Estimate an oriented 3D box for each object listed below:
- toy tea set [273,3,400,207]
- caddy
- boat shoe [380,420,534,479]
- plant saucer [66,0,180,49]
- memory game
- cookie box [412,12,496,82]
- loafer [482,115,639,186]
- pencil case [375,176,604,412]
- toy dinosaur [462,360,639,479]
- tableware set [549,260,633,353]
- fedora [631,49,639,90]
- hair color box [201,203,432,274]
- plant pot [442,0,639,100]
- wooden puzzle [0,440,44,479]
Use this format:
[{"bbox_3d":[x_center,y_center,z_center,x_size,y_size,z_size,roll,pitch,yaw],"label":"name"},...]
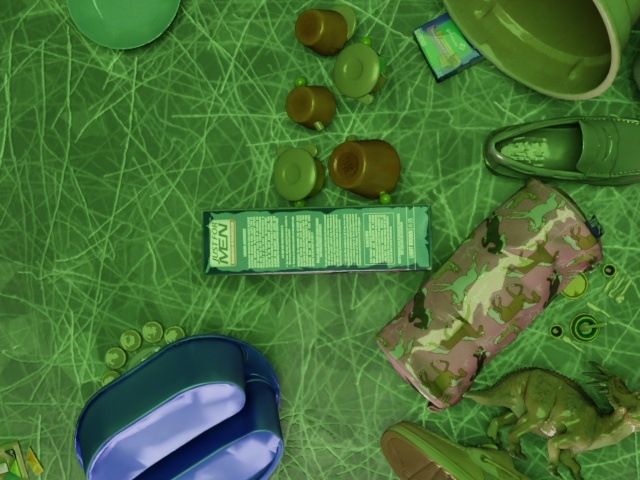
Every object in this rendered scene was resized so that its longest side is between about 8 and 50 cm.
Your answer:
[{"bbox_3d":[0.042,-0.212,1.941,0.200,0.124,0.336,7,91,35],"label":"toy tea set"},{"bbox_3d":[-0.218,0.296,1.883,0.341,0.179,0.241,-33,117,3],"label":"caddy"},{"bbox_3d":[0.251,0.379,1.889,0.341,0.121,0.110,35,54,3],"label":"boat shoe"},{"bbox_3d":[-0.322,-0.409,1.999,0.195,0.037,0.195,0,87,5],"label":"plant saucer"},{"bbox_3d":[-0.270,0.224,1.981,0.186,0.012,0.186,0,88,5],"label":"memory game"},{"bbox_3d":[0.216,-0.319,1.946,0.107,0.040,0.092,-27,85,2],"label":"cookie box"},{"bbox_3d":[0.414,-0.139,1.885,0.319,0.111,0.112,-4,87,5],"label":"loafer"},{"bbox_3d":[0.262,0.085,1.870,0.386,0.160,0.167,-45,53,2],"label":"pencil case"},{"bbox_3d":[0.372,0.253,1.863,0.296,0.127,0.200,25,90,5],"label":"toy dinosaur"},{"bbox_3d":[0.418,0.095,1.920,0.104,0.024,0.154,34,91,6],"label":"tableware set"},{"bbox_3d":[0.573,-0.246,1.840,0.275,0.124,0.243,28,58,-18],"label":"fedora"},{"bbox_3d":[0.000,0.000,1.886,0.347,0.174,0.105,-1,89,5],"label":"hair color box"},{"bbox_3d":[0.388,-0.435,1.803,0.334,0.334,0.305,41,72,5],"label":"plant pot"},{"bbox_3d":[-0.521,0.373,1.996,0.116,0.014,0.078,-23,86,4],"label":"wooden puzzle"}]
